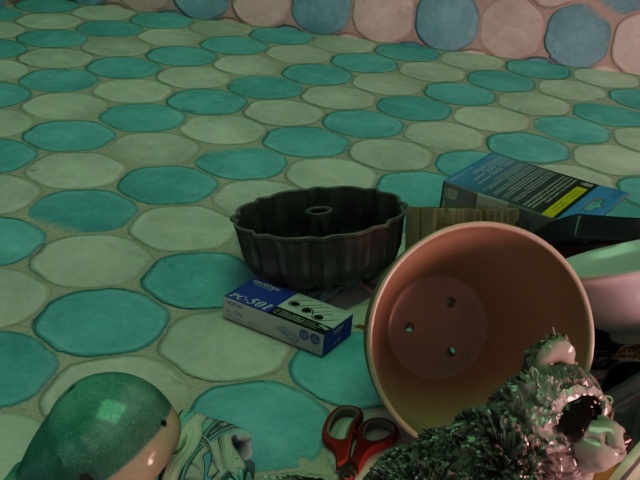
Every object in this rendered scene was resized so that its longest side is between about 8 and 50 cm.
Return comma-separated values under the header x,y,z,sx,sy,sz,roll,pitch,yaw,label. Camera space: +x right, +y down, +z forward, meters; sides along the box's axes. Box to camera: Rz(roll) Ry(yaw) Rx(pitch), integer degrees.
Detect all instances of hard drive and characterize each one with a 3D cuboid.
x,y,z,sx,sy,sz,roll,pitch,yaw,label
0.487,0.000,1.876,0.172,0.054,0.255,4,-11,-10,hard drive

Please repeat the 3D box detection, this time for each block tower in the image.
x,y,z,sx,sy,sz,roll,pitch,yaw,label
0.277,-0.018,1.938,0.091,0.097,0.335,4,5,32,block tower

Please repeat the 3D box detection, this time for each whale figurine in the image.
x,y,z,sx,sy,sz,roll,pitch,yaw,label
-0.305,0.255,1.242,0.272,0.141,0.216,-25,17,24,whale figurine

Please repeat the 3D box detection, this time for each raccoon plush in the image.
x,y,z,sx,sy,sz,roll,pitch,yaw,label
0.142,0.239,1.234,0.446,0.216,0.299,13,50,12,raccoon plush

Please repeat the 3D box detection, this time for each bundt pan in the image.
x,y,z,sx,sy,sz,roll,pitch,yaw,label
0.000,0.000,1.892,0.330,0.124,0.331,-3,19,1,bundt pan

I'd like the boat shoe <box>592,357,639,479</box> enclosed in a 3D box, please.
x,y,z,sx,sy,sz,roll,pitch,yaw,label
0.490,0.232,1.467,0.156,0.187,0.500,31,41,33,boat shoe

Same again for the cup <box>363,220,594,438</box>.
x,y,z,sx,sy,sz,roll,pitch,yaw,label
0.206,0.138,1.517,0.331,0.331,0.237,0,0,-9,cup

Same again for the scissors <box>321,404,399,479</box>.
x,y,z,sx,sy,sz,roll,pitch,yaw,label
0.028,0.318,1.399,0.109,0.021,0.297,14,28,13,scissors

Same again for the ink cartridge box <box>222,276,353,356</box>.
x,y,z,sx,sy,sz,roll,pitch,yaw,label
-0.057,0.128,1.744,0.207,0.046,0.097,18,28,27,ink cartridge box

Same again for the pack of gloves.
x,y,z,sx,sy,sz,roll,pitch,yaw,label
0.085,0.077,1.877,0.195,0.046,0.232,22,31,31,pack of gloves

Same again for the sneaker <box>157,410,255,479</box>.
x,y,z,sx,sy,sz,roll,pitch,yaw,label
-0.142,0.311,1.283,0.122,0.110,0.283,7,26,-2,sneaker

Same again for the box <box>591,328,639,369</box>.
x,y,z,sx,sy,sz,roll,pitch,yaw,label
0.397,0.125,1.801,0.293,0.073,0.295,1,26,-5,box

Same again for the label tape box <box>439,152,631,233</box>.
x,y,z,sx,sy,sz,roll,pitch,yaw,label
0.456,-0.071,2.173,0.333,0.106,0.240,21,31,29,label tape box

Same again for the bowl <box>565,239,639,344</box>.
x,y,z,sx,sy,sz,roll,pitch,yaw,label
0.521,0.083,1.620,0.297,0.134,0.298,-12,4,1,bowl
